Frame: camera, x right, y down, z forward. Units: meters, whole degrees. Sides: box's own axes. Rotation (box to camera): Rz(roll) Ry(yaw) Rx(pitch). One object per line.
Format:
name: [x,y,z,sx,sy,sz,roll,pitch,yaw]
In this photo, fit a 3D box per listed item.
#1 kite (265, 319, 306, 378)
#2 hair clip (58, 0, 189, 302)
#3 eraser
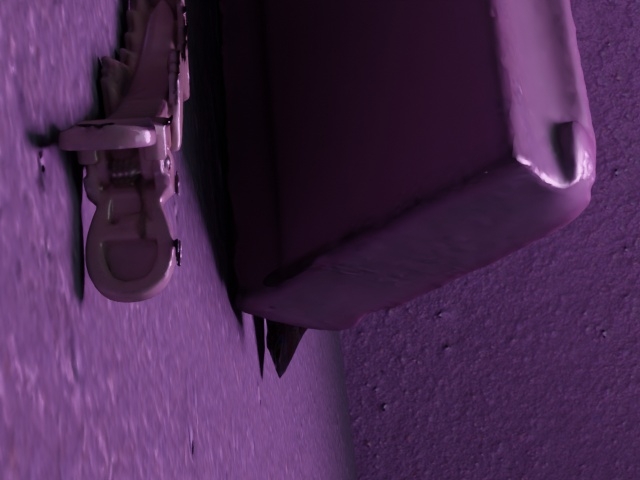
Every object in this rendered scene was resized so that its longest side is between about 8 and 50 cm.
kite: [-0.003,-0.001,1.012,0.229,0.016,0.127,-64,-154,22]
hair clip: [-0.071,-0.053,0.497,0.226,0.034,0.072,-96,-178,-64]
eraser: [0.045,-0.144,0.881,0.122,0.272,0.359,20,53,-42]
